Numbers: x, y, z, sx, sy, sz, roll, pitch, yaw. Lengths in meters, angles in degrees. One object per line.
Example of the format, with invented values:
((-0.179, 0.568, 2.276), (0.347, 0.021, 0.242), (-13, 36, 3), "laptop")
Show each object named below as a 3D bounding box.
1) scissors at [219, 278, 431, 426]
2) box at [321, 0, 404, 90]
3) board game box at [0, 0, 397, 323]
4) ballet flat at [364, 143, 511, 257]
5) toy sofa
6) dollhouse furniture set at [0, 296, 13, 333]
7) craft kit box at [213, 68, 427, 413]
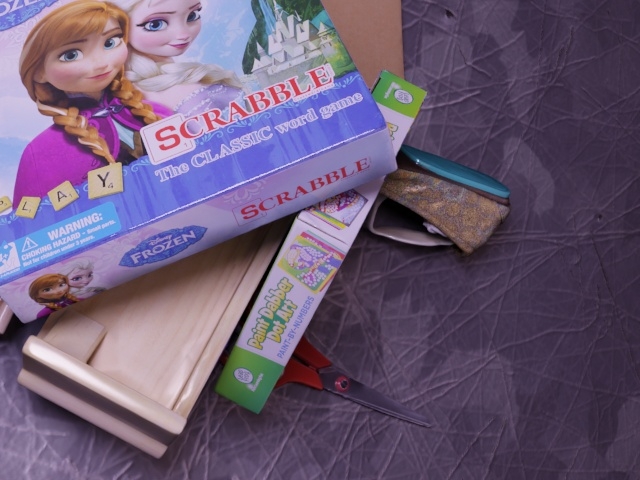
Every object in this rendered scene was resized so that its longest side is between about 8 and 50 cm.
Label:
((0.003, 0.158, 1.185), (0.297, 0.021, 0.109), (43, 61, -23), "scissors")
((0.023, -0.272, 1.239), (0.164, 0.021, 0.201), (1, 85, -33), "box")
((-0.143, -0.130, 0.906), (0.319, 0.066, 0.318), (-23, 57, -4), "board game box")
((0.058, -0.070, 1.197), (0.349, 0.123, 0.123), (23, 73, -27), "ballet flat")
((-0.122, 0.004, 0.999), (0.150, 0.177, 0.362), (29, 68, -5), "toy sofa")
((-0.400, 0.107, 0.817), (0.286, 0.198, 0.303), (30, 70, -27), "dollhouse furniture set")
((0.000, 0.000, 1.021), (0.061, 0.250, 0.246), (30, 44, 2), "craft kit box")
